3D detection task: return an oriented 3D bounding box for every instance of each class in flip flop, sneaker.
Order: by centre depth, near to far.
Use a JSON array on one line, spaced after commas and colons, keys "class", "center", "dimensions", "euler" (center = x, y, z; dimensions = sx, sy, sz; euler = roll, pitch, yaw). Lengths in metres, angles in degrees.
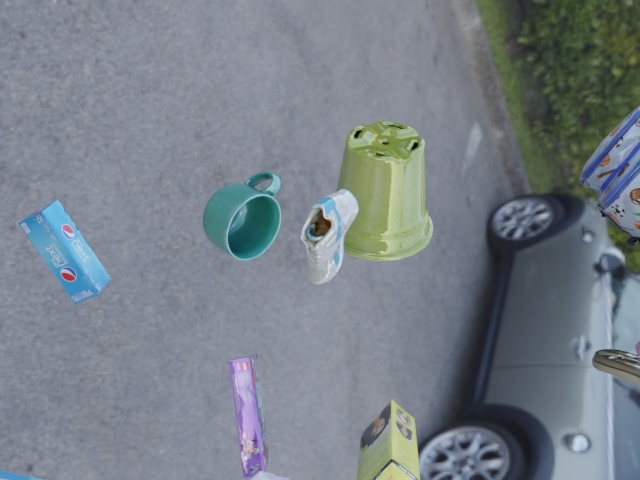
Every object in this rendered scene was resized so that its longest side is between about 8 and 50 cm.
[{"class": "flip flop", "center": [0.579, 0.261, 1.166], "dimensions": [0.112, 0.277, 0.080], "euler": [3, 104, -48]}, {"class": "sneaker", "center": [0.000, 0.000, 1.433], "dimensions": [0.092, 0.087, 0.228], "euler": [-22, 140, -40]}]

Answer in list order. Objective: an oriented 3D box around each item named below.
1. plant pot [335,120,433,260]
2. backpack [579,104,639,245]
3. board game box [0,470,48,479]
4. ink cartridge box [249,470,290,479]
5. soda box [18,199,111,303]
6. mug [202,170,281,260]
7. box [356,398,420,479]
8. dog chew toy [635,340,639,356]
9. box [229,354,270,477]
[{"class": "plant pot", "center": [0.145, -0.135, 1.684], "dimensions": [0.276, 0.276, 0.254], "euler": [-63, 160, -49]}, {"class": "backpack", "center": [0.592, -0.127, 1.238], "dimensions": [0.276, 0.213, 0.263], "euler": [-58, 172, 13]}, {"class": "board game box", "center": [-0.481, 0.405, 0.904], "dimensions": [0.336, 0.254, 0.079], "euler": [26, 19, -30]}, {"class": "ink cartridge box", "center": [-0.173, 0.637, 1.474], "dimensions": [0.131, 0.306, 0.226], "euler": [45, -5, 23]}, {"class": "soda box", "center": [-0.538, 0.026, 1.495], "dimensions": [0.210, 0.067, 0.071], "euler": [62, 20, -19]}, {"class": "mug", "center": [-0.143, -0.047, 1.306], "dimensions": [0.158, 0.097, 0.129], "euler": [-37, 136, -30]}, {"class": "box", "center": [0.105, 0.338, 1.106], "dimensions": [0.058, 0.087, 0.232], "euler": [39, 10, -3]}, {"class": "dog chew toy", "center": [0.788, 0.186, 1.364], "dimensions": [0.206, 0.332, 0.206], "euler": [47, 33, -44]}, {"class": "box", "center": [-0.183, 0.452, 1.851], "dimensions": [0.201, 0.057, 0.293], "euler": [87, -5, -83]}]
